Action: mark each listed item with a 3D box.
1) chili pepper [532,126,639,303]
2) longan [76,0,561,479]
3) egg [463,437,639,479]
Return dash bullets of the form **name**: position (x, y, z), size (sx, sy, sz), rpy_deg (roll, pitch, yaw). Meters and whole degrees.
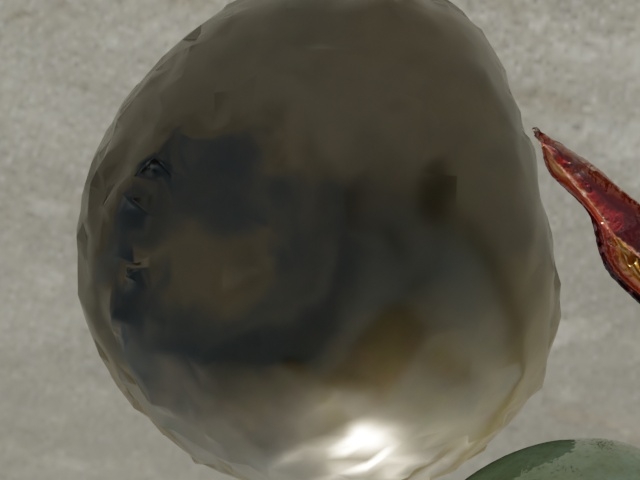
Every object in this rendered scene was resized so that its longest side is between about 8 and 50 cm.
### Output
- **chili pepper**: position (0.174, -0.004, 0.899), size (0.178, 0.027, 0.045), rpy_deg (46, 152, -19)
- **longan**: position (-0.007, 0.006, 1.316), size (0.404, 0.404, 0.435), rpy_deg (-3, 112, 28)
- **egg**: position (0.146, 0.225, 1.028), size (0.169, 0.169, 0.236), rpy_deg (34, 121, -31)
